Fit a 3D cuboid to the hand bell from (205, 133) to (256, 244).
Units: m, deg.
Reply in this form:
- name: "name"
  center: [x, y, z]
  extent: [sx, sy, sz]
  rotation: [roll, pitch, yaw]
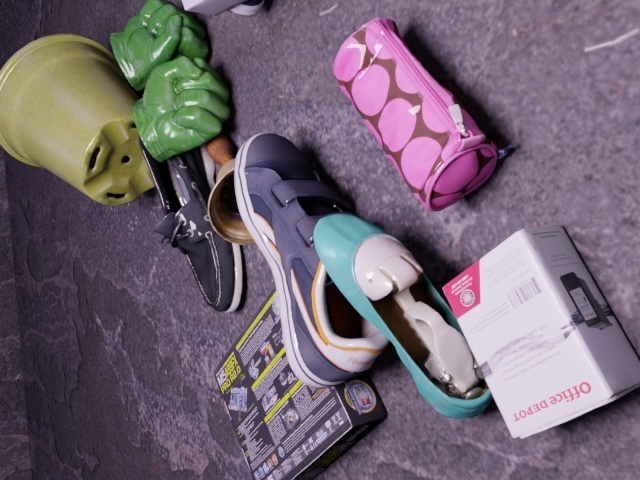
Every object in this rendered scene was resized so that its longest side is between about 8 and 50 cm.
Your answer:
- name: "hand bell"
  center: [-0.129, -0.108, 0.969]
  extent: [0.242, 0.126, 0.126]
  rotation: [-125, 44, -52]

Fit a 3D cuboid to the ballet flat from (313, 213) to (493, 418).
- name: "ballet flat"
  center: [0.089, 0.062, 0.642]
  extent: [0.247, 0.083, 0.087]
  rotation: [53, 158, 5]

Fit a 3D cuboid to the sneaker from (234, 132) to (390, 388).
- name: "sneaker"
  center: [0.000, 0.000, 0.767]
  extent: [0.127, 0.126, 0.321]
  rotation: [-35, 68, 47]

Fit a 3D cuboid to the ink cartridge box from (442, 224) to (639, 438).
- name: "ink cartridge box"
  center: [0.188, 0.079, 0.572]
  extent: [0.109, 0.063, 0.150]
  rotation: [-46, 59, 46]

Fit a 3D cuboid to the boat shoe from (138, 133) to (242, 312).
- name: "boat shoe"
  center: [-0.218, -0.042, 1.061]
  extent: [0.127, 0.113, 0.340]
  rotation: [-29, 71, 51]

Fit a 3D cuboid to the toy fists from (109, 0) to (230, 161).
- name: "toy fists"
  center: [-0.233, -0.262, 1.031]
  extent: [0.142, 0.096, 0.279]
  rotation: [-26, 64, 6]

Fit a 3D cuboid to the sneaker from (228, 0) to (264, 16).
- name: "sneaker"
  center: [-0.109, -0.454, 0.879]
  extent: [0.153, 0.099, 0.282]
  rotation: [-34, 64, 51]

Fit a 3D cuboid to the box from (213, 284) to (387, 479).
- name: "box"
  center: [-0.043, 0.205, 0.902]
  extent: [0.270, 0.060, 0.216]
  rotation: [-54, 52, 41]

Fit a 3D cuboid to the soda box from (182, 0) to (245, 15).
- name: "soda box"
  center: [-0.073, -0.347, 0.794]
  extent: [0.216, 0.069, 0.074]
  rotation: [-14, 94, 29]

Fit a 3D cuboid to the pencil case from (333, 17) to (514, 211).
- name: "pencil case"
  center: [0.090, -0.134, 0.657]
  extent: [0.209, 0.095, 0.098]
  rotation: [57, 171, 29]

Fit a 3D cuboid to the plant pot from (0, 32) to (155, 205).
- name: "plant pot"
  center: [-0.419, -0.201, 1.219]
  extent: [0.254, 0.276, 0.276]
  rotation: [38, 124, 31]
